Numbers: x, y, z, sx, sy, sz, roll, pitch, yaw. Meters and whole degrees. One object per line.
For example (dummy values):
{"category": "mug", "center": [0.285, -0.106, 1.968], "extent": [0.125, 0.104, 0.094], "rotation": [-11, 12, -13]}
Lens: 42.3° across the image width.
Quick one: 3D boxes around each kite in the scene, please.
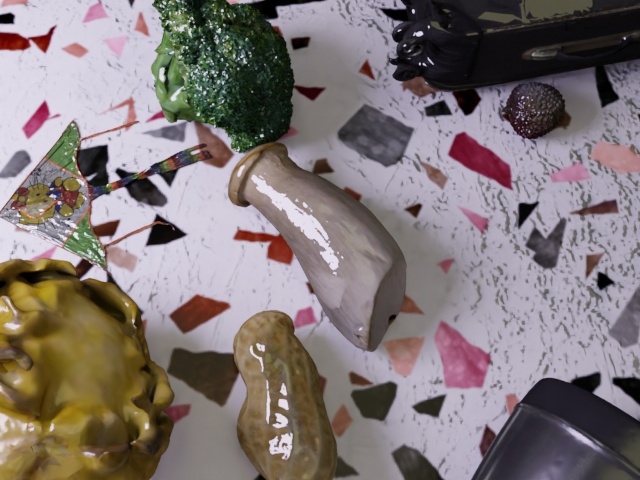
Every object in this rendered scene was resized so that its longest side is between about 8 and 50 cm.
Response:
{"category": "kite", "center": [-0.239, -0.058, 0.926], "extent": [0.244, 0.006, 0.198], "rotation": [-18, 71, -12]}

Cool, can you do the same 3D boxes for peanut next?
{"category": "peanut", "center": [-0.039, 0.163, 0.822], "extent": [0.093, 0.083, 0.194], "rotation": [-28, 65, 21]}

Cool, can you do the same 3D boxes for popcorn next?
{"category": "popcorn", "center": [-0.253, 0.134, 0.740], "extent": [0.250, 0.190, 0.250], "rotation": [19, 39, -16]}

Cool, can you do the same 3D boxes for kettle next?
{"category": "kettle", "center": [0.209, 0.301, 0.755], "extent": [0.271, 0.251, 0.207], "rotation": [-48, 49, -12]}

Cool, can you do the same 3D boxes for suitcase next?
{"category": "suitcase", "center": [0.274, -0.332, 0.969], "extent": [0.433, 0.194, 0.283], "rotation": [-11, 75, -1]}

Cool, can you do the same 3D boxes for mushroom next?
{"category": "mushroom", "center": [0.008, -0.003, 0.884], "extent": [0.247, 0.108, 0.096], "rotation": [49, 35, 11]}

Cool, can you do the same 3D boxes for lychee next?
{"category": "lychee", "center": [0.253, -0.155, 0.985], "extent": [0.083, 0.068, 0.067], "rotation": [-14, 112, -14]}

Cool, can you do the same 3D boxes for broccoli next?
{"category": "broccoli", "center": [-0.110, -0.186, 0.910], "extent": [0.156, 0.195, 0.195], "rotation": [-15, 70, 10]}
